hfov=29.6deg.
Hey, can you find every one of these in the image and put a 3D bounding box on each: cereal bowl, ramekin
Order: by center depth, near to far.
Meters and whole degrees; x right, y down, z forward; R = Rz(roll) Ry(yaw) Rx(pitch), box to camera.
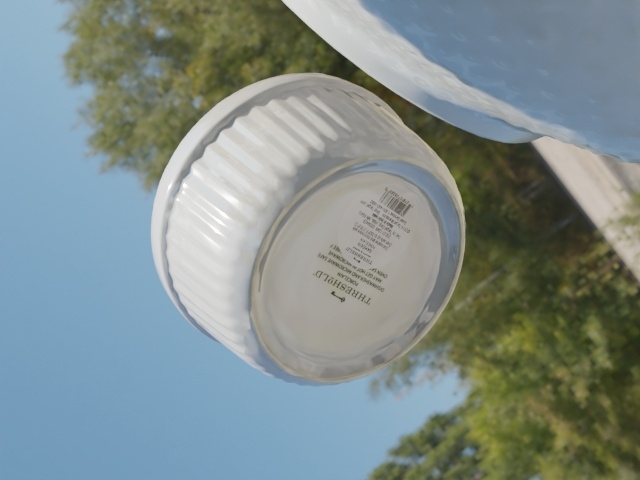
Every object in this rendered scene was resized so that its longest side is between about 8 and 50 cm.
[{"bbox_3d":[0.066,-0.143,0.473,0.339,0.141,0.339,31,-153,-18],"label":"cereal bowl"},{"bbox_3d":[0.000,0.000,0.817,0.207,0.207,0.109,46,176,-38],"label":"ramekin"}]
